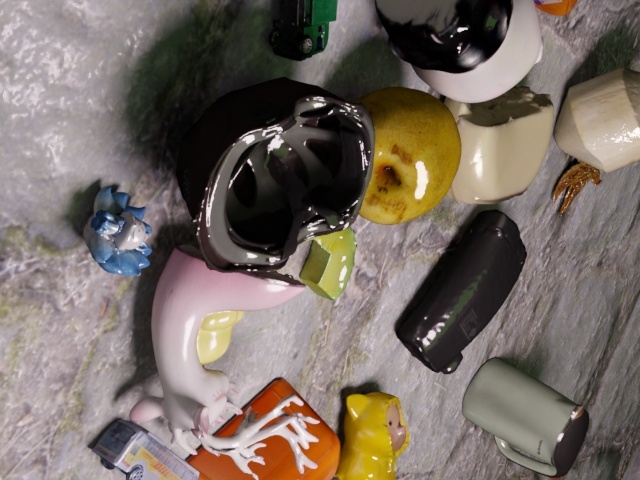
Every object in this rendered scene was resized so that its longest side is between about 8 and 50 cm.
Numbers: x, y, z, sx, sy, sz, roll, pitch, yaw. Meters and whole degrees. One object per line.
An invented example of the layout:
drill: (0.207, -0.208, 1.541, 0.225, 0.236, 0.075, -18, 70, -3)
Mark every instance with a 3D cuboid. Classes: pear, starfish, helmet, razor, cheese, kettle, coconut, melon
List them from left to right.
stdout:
helmet: (-0.080, -0.101, 1.146, 0.305, 0.177, 0.225, -20, 134, -34)
melon: (0.000, 0.000, 1.396, 0.118, 0.064, 0.209, -47, 138, -11)
pear: (0.114, -0.133, 1.339, 0.209, 0.209, 0.209, -27, 130, -37)
razor: (0.287, 0.104, 1.752, 0.327, 0.107, 0.189, -53, 140, -13)
cheese: (0.309, -0.182, 1.594, 0.266, 0.127, 0.233, -20, 122, -45)
kettle: (0.472, 0.418, 2.036, 0.165, 0.255, 0.240, -26, 130, -41)
starfish: (0.592, -0.164, 2.002, 0.227, 0.043, 0.240, -57, 140, -9)
coconut: (0.592, -0.242, 1.829, 0.202, 0.222, 0.202, 34, 46, -45)

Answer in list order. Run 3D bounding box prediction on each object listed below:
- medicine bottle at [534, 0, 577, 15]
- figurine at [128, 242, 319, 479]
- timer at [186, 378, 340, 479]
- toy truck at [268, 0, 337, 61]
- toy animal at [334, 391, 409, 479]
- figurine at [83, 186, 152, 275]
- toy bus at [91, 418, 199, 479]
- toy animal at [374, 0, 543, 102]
medicine bottle: (0.462, -0.531, 1.536, 0.289, 0.157, 0.157, -56, 142, -9)
figurine: (-0.118, 0.186, 1.253, 0.284, 0.206, 0.316, 13, 100, -51)
timer: (-0.094, 0.412, 1.499, 0.257, 0.161, 0.250, -40, 152, -27)
toy truck: (-0.024, -0.316, 1.174, 0.079, 0.065, 0.147, -23, 126, -44)
toy animal: (0.089, 0.398, 1.675, 0.156, 0.156, 0.230, 12, 87, -52)
figurine: (-0.241, -0.003, 1.094, 0.114, 0.079, 0.114, 41, 36, -38)
toy bus: (-0.250, 0.328, 1.296, 0.075, 0.064, 0.190, -55, 142, -19)
toy animal: (0.210, -0.334, 1.335, 0.266, 0.212, 0.212, 26, 91, -56)
